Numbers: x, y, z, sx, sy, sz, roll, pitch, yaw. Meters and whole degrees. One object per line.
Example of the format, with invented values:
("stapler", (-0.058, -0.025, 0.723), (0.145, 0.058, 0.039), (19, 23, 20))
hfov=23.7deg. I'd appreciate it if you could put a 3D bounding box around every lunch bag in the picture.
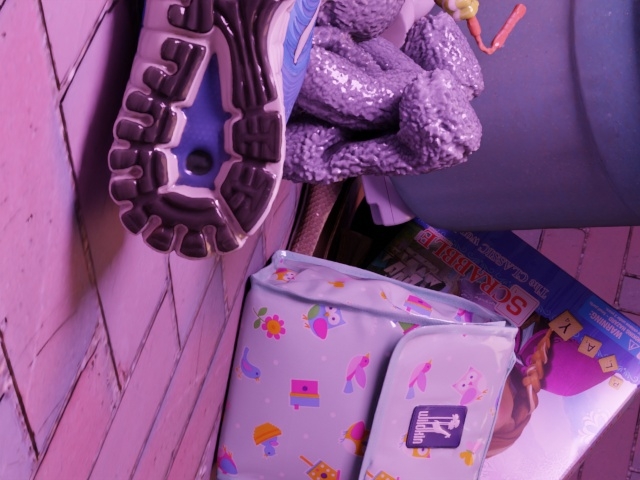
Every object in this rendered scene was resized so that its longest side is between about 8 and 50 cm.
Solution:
("lunch bag", (0.048, 0.150, 1.502), (0.160, 0.262, 0.223), (-46, 149, -73))

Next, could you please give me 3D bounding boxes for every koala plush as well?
("koala plush", (0.010, -0.173, 1.194), (0.196, 0.203, 0.221), (-79, 157, -64))

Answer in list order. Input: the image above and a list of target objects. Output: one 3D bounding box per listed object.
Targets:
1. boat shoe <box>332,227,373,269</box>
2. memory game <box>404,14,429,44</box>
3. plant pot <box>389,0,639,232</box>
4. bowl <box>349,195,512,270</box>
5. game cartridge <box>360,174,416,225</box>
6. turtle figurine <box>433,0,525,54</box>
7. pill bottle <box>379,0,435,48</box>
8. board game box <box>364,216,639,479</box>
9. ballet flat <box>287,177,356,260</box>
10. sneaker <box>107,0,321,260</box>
("boat shoe", (0.019, 0.040, 1.900), (0.153, 0.048, 0.056), (-59, 174, -42))
("memory game", (0.042, -0.144, 1.443), (0.186, 0.012, 0.186), (-36, -154, 21))
("plant pot", (0.250, -0.150, 1.499), (0.341, 0.334, 0.341), (13, 73, -51))
("bowl", (0.137, 0.099, 1.925), (0.391, 0.077, 0.391), (172, -90, -66))
("game cartridge", (0.074, -0.132, 1.681), (0.297, 0.062, 0.198), (-49, 130, -78))
("turtle figurine", (0.086, -0.301, 1.330), (0.217, 0.087, 0.269), (35, 47, -42))
("pill bottle", (0.066, -0.276, 1.445), (0.117, 0.118, 0.208), (92, 15, -52))
("board game box", (0.157, 0.147, 1.672), (0.318, 0.319, 0.066), (-48, 161, -15))
("ballet flat", (0.000, 0.000, 1.636), (0.084, 0.058, 0.249), (-9, 112, -81))
("sneaker", (-0.057, -0.159, 0.934), (0.147, 0.130, 0.330), (-113, -142, -81))
